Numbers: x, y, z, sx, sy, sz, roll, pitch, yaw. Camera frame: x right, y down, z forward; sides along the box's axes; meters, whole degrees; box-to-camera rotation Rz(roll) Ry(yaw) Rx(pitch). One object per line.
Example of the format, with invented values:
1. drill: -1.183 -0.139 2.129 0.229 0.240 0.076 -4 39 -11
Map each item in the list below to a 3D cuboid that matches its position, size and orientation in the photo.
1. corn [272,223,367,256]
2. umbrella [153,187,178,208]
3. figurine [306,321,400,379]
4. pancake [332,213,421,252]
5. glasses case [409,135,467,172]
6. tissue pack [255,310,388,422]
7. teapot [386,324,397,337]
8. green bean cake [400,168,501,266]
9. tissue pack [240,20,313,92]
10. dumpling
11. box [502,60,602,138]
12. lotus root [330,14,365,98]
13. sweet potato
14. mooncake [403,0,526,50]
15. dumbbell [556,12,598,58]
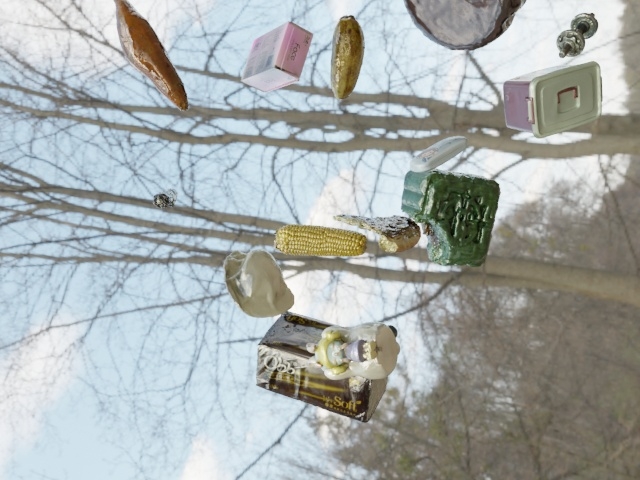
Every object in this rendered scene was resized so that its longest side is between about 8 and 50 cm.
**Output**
1. corn: 0.000 0.000 2.160 0.106 0.305 0.106 2 -90 -78
2. umbrella: -0.432 -0.116 1.864 0.188 0.046 0.050 -111 33 -79
3. figurine: 0.042 0.251 1.476 0.155 0.235 0.127 -14 -88 -60
4. pancake: 0.153 -0.031 1.809 0.266 0.244 0.057 -64 -15 -75
5. glasses case: 0.309 -0.226 1.742 0.178 0.067 0.045 -32 -64 -24
6. tissue pack: 0.005 0.369 1.977 0.210 0.369 0.198 -51 -31 -53
7. teapot: 0.196 0.293 2.039 0.049 0.063 0.083 -4 -46 -41
8. green bean cake: 0.415 -0.072 2.176 0.300 0.169 0.308 4 -78 -20
9. tissue pack: -0.130 -0.536 1.963 0.092 0.246 0.149 20 -96 -28
10. dumpling: -0.134 0.083 1.370 0.150 0.092 0.177 -7 -111 -53
11. box: 0.722 -0.449 2.097 0.294 0.167 0.193 -19 -66 -21
12. lotus root: 0.086 -0.579 2.115 0.110 0.097 0.259 -9 -63 -25
13. sweet potato: -0.461 -0.497 1.748 0.359 0.112 0.112 60 -150 2
14. mooncake: 0.418 -0.750 1.976 0.212 0.350 0.381 -38 -93 -36
15. dumbbell: 0.726 -0.582 1.885 0.254 0.081 0.082 -49 -41 -34
